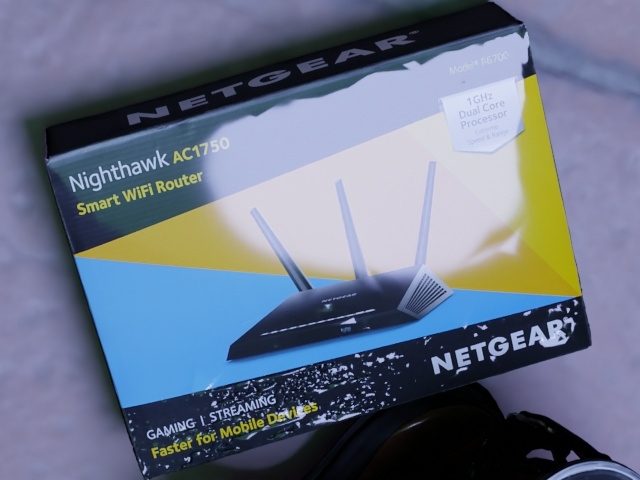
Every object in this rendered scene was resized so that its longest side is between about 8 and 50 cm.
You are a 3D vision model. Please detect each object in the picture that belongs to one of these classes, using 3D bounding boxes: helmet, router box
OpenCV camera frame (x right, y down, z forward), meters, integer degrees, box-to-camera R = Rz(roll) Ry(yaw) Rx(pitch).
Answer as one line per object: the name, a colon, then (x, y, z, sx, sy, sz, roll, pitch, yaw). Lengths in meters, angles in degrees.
helmet: (0.044, 0.143, 0.700, 0.161, 0.169, 0.169, -38, 112, -14)
router box: (0.000, 0.000, 0.703, 0.179, 0.046, 0.133, -17, 111, -5)
